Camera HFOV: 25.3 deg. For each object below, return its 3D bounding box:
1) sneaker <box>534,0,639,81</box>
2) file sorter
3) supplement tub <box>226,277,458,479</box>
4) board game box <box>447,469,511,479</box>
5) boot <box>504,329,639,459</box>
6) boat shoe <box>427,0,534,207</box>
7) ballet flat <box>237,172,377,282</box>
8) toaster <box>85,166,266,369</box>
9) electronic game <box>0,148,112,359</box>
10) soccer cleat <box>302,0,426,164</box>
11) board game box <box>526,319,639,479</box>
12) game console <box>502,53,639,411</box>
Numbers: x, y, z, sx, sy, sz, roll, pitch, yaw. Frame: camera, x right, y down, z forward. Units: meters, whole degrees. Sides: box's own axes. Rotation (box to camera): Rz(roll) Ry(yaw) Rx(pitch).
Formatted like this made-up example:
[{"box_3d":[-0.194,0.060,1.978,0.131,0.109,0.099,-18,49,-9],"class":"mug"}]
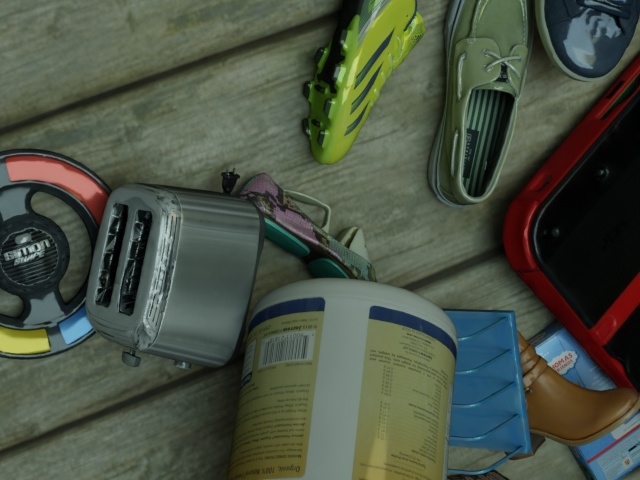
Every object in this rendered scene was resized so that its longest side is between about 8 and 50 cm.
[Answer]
[{"box_3d":[0.339,-0.348,1.571,0.131,0.148,0.350,10,94,-18],"class":"sneaker"},{"box_3d":[0.159,0.174,1.647,0.104,0.118,0.170,-19,105,-50],"class":"file sorter"},{"box_3d":[0.020,0.221,1.473,0.228,0.228,0.316,17,62,-19],"class":"supplement tub"},{"box_3d":[0.106,0.415,1.667,0.291,0.141,0.232,-5,98,-17],"class":"board game box"},{"box_3d":[0.267,0.169,1.683,0.197,0.073,0.152,-23,99,26],"class":"boot"},{"box_3d":[0.198,-0.184,1.646,0.109,0.094,0.302,7,95,-18],"class":"boat shoe"},{"box_3d":[0.000,0.000,1.624,0.221,0.077,0.079,39,65,-18],"class":"ballet flat"},{"box_3d":[-0.154,0.026,1.520,0.146,0.129,0.226,9,95,-47],"class":"toaster"},{"box_3d":[-0.315,0.015,1.531,0.229,0.048,0.229,-2,98,-17],"class":"electronic game"},{"box_3d":[0.063,-0.219,1.602,0.121,0.093,0.289,14,93,-25],"class":"soccer cleat"},{"box_3d":[0.358,0.181,1.773,0.160,0.039,0.211,-33,105,-11],"class":"board game box"},{"box_3d":[0.429,-0.024,1.746,0.386,0.060,0.342,-48,111,-15],"class":"game console"}]
